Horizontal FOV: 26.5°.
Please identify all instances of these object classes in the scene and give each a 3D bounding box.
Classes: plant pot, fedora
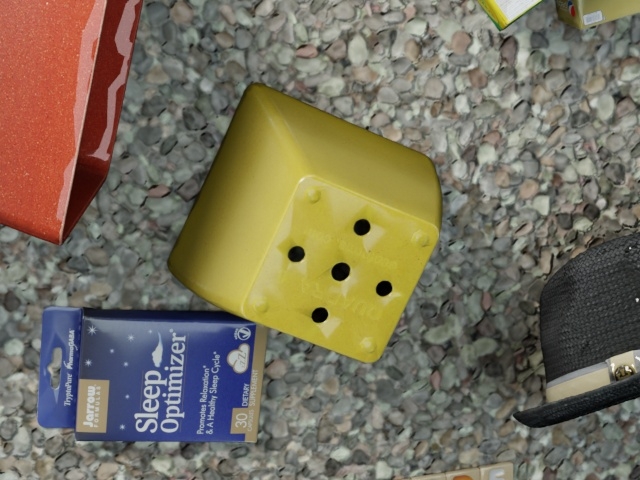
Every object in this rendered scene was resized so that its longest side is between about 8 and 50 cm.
[{"bbox_3d":[-0.286,-0.178,1.142,0.236,0.267,0.267,13,104,-4],"label":"plant pot"},{"bbox_3d":[0.331,0.074,1.367,0.334,0.334,0.152,-16,79,-7],"label":"fedora"},{"bbox_3d":[0.000,0.000,1.288,0.212,0.187,0.212,22,101,-18],"label":"plant pot"}]

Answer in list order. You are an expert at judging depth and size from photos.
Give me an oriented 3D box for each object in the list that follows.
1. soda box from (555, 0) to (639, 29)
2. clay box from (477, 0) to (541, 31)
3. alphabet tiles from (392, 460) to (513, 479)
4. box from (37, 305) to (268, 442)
[{"bbox_3d":[0.325,-0.264,1.343,0.181,0.061,0.058,-17,110,-7],"label":"soda box"},{"bbox_3d":[0.157,-0.323,1.268,0.127,0.053,0.222,-35,91,0],"label":"clay box"},{"bbox_3d":[0.143,0.349,1.527,0.237,0.009,0.198,-7,108,-10],"label":"alphabet tiles"},{"bbox_3d":[-0.170,0.137,1.375,0.225,0.036,0.136,3,107,-12],"label":"box"}]
